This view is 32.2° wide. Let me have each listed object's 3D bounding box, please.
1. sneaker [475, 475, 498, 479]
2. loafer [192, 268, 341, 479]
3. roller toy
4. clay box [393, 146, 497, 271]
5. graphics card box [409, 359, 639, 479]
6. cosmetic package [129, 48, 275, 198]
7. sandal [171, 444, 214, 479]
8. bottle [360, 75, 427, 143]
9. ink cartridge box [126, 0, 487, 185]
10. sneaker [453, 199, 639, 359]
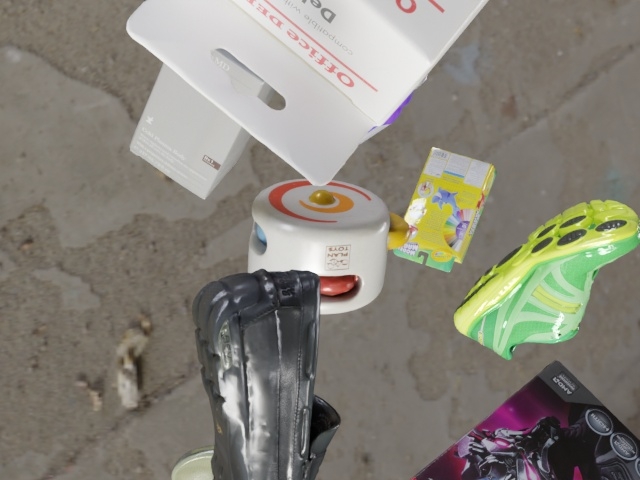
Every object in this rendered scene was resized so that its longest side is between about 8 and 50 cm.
[{"bbox_3d":[0.117,0.235,0.839,0.087,0.221,0.083,-34,101,7],"label":"sneaker"},{"bbox_3d":[-0.024,0.120,0.659,0.078,0.076,0.223,-11,117,-17],"label":"loafer"},{"bbox_3d":[0.000,0.000,1.523,0.191,0.209,0.146,-33,135,-52],"label":"roller toy"},{"bbox_3d":[0.234,-0.054,2.094,0.222,0.127,0.053,-68,156,-7],"label":"clay box"},{"bbox_3d":[0.275,0.340,1.458,0.371,0.094,0.233,-28,65,-39],"label":"graphics card box"},{"bbox_3d":[-0.134,-0.177,1.368,0.127,0.238,0.107,34,51,2],"label":"cosmetic package"},{"bbox_3d":[-0.077,0.392,1.553,0.302,0.120,0.086,33,33,5],"label":"sandal"},{"bbox_3d":[0.089,-0.255,1.969,0.092,0.283,0.118,-14,82,-30],"label":"bottle"},{"bbox_3d":[0.040,-0.237,0.837,0.207,0.119,0.353,39,65,-3],"label":"ink cartridge box"},{"bbox_3d":[0.294,0.052,1.369,0.123,0.295,0.109,42,44,-6],"label":"sneaker"}]
